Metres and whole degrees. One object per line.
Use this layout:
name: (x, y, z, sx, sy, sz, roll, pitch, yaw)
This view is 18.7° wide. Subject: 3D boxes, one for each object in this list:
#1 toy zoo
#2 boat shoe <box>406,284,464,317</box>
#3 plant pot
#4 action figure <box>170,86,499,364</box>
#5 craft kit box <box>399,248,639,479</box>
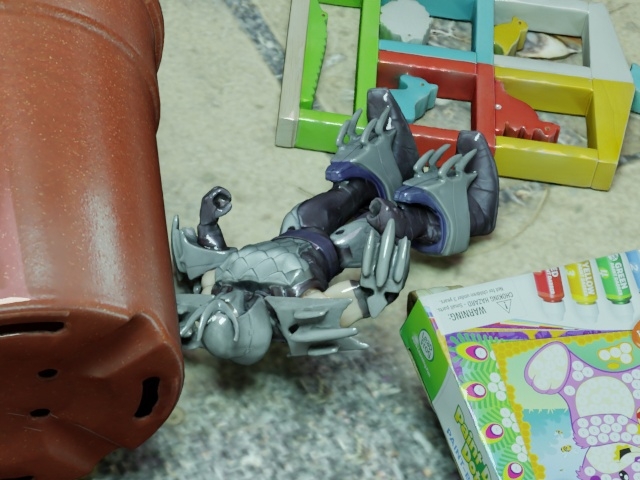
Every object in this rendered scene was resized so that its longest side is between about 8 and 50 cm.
toy zoo: (0.118, -0.124, 1.469, 0.293, 0.030, 0.192, 8, 44, -2)
boat shoe: (0.104, 0.075, 1.251, 0.045, 0.050, 0.135, -19, 51, -20)
plant pot: (-0.201, -0.009, 1.149, 0.272, 0.272, 0.265, -5, 55, -16)
action figure: (0.000, 0.000, 1.263, 0.185, 0.099, 0.285, 13, 31, 31)
craft kit box: (0.206, 0.124, 1.179, 0.250, 0.061, 0.246, -12, 66, -21)
